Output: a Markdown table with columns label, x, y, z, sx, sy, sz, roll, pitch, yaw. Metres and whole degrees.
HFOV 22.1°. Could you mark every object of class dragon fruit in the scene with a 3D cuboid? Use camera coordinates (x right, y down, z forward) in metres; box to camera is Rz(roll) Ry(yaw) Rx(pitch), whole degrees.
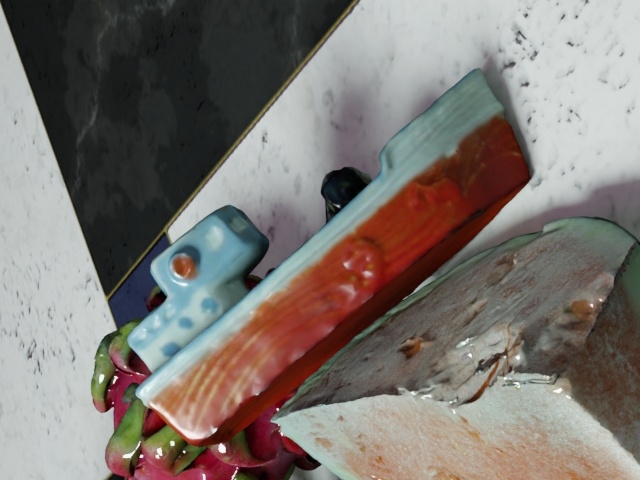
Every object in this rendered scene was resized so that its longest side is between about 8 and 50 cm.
| label | x | y | z | sx | sy | sz | roll | pitch | yaw |
| --- | --- | --- | --- | --- | --- | --- | --- | --- | --- |
| dragon fruit | -0.081 | 0.159 | 1.340 | 0.198 | 0.218 | 0.273 | -3 | 101 | 10 |

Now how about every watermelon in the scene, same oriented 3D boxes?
| label | x | y | z | sx | sy | sz | roll | pitch | yaw |
| --- | --- | --- | --- | --- | --- | --- | --- | --- | --- |
| watermelon | 0.110 | 0.104 | 1.084 | 0.305 | 0.180 | 0.224 | -19 | 70 | 52 |

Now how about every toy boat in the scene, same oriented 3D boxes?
| label | x | y | z | sx | sy | sz | roll | pitch | yaw |
| --- | --- | --- | --- | --- | --- | --- | --- | --- | --- |
| toy boat | 0.000 | 0.000 | 1.176 | 0.332 | 0.145 | 0.133 | -39 | 79 | 4 |
